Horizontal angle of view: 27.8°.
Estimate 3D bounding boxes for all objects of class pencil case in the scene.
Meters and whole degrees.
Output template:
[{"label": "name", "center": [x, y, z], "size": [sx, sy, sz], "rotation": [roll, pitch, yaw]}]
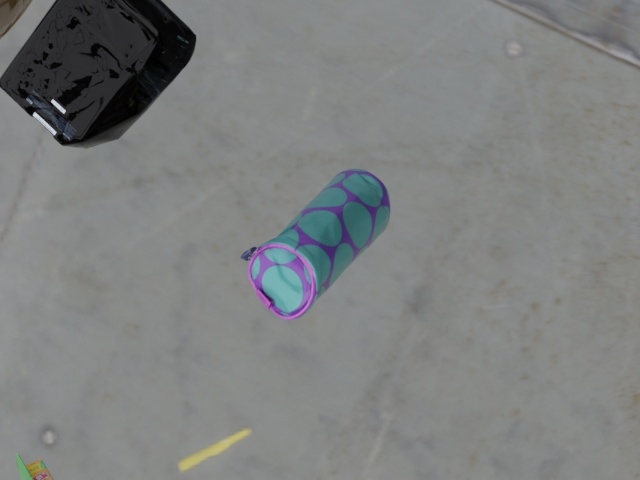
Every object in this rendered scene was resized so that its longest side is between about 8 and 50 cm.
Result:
[{"label": "pencil case", "center": [0.000, 0.000, 1.027], "size": [0.070, 0.152, 0.064], "rotation": [-30, 99, 38]}]

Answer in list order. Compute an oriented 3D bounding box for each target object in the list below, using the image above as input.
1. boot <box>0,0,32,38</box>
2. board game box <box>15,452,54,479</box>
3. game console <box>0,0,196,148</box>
[{"label": "boot", "center": [-0.236, -0.138, 0.578], "size": [0.152, 0.197, 0.073], "rotation": [51, 128, 14]}, {"label": "board game box", "center": [-0.276, 0.356, 1.400], "size": [0.124, 0.039, 0.259], "rotation": [38, 143, 53]}, {"label": "game console", "center": [-0.302, -0.254, 1.271], "size": [0.361, 0.044, 0.213], "rotation": [44, 133, -8]}]
